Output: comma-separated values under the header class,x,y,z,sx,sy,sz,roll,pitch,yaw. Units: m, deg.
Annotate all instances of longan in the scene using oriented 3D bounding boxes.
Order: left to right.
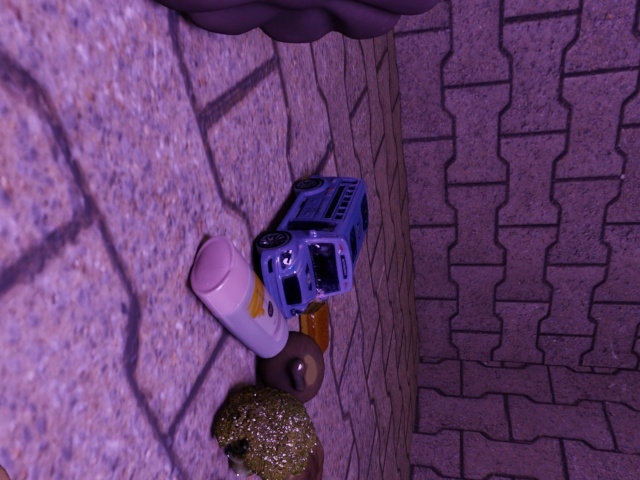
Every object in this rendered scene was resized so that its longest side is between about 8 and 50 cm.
class,x,y,z,sx,sy,sz,roll,pitch,yaw
longan,-0.039,0.185,0.705,0.119,0.106,0.106,157,-66,-76

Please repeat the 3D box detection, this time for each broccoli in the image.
class,x,y,z,sx,sy,sz,roll,pitch,yaw
broccoli,-0.069,0.245,0.614,0.120,0.130,0.131,-52,180,13

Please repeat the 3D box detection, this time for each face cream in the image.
class,x,y,z,sx,sy,sz,roll,pitch,yaw
face cream,-0.094,0.080,0.611,0.198,0.057,0.084,67,23,-53

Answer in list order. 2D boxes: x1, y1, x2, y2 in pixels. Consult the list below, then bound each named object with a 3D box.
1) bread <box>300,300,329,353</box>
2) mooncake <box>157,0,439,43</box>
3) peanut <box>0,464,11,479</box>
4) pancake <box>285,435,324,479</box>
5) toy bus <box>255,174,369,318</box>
class,x,y,z,sx,sy,sz,roll,pitch,yaw
bread,-0.011,0.173,0.927,0.090,0.035,0.094,-26,115,-71
mooncake,-0.019,-0.295,0.457,0.306,0.306,0.154,-11,102,-73
peanut,-0.202,0.199,0.162,0.101,0.117,0.263,55,36,-29
pancake,-0.029,0.454,0.830,0.242,0.050,0.242,0,90,-72
toy bus,0.000,0.000,0.796,0.292,0.133,0.125,-65,150,-56
